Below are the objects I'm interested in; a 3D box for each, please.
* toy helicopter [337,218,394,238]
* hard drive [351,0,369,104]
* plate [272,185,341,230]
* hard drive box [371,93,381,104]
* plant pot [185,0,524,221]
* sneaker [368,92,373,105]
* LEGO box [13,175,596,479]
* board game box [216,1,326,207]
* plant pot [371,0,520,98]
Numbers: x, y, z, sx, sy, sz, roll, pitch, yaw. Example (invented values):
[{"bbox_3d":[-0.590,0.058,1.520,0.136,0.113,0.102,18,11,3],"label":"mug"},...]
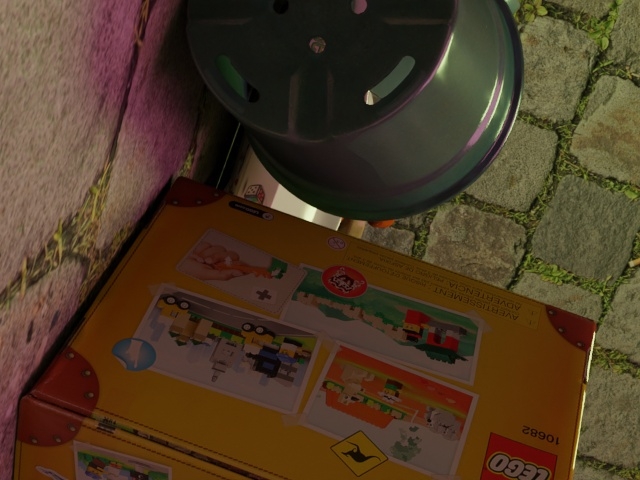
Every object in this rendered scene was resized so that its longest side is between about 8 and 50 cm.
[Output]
[{"bbox_3d":[0.000,0.000,2.190,0.235,0.140,0.355,48,-52,50],"label":"toy helicopter"},{"bbox_3d":[0.035,-0.315,1.496,0.233,0.047,0.352,-152,-112,-77],"label":"hard drive"},{"bbox_3d":[-0.039,-0.107,1.736,0.277,0.045,0.278,49,55,-49],"label":"plate"},{"bbox_3d":[0.106,-0.346,2.162,0.089,0.181,0.232,102,9,-58],"label":"hard drive box"},{"bbox_3d":[0.032,-0.201,1.183,0.334,0.341,0.341,16,93,-78],"label":"plant pot"},{"bbox_3d":[-0.042,-0.116,1.950,0.150,0.135,0.365,-22,141,-47],"label":"sneaker"},{"bbox_3d":[0.003,0.179,1.177,0.372,0.500,0.193,-64,172,-50],"label":"LEGO box"},{"bbox_3d":[-0.060,-0.165,1.469,0.193,0.053,0.305,-155,-96,-78],"label":"board game box"},{"bbox_3d":[0.111,-0.341,1.731,0.235,0.293,0.293,-54,177,7],"label":"plant pot"}]
